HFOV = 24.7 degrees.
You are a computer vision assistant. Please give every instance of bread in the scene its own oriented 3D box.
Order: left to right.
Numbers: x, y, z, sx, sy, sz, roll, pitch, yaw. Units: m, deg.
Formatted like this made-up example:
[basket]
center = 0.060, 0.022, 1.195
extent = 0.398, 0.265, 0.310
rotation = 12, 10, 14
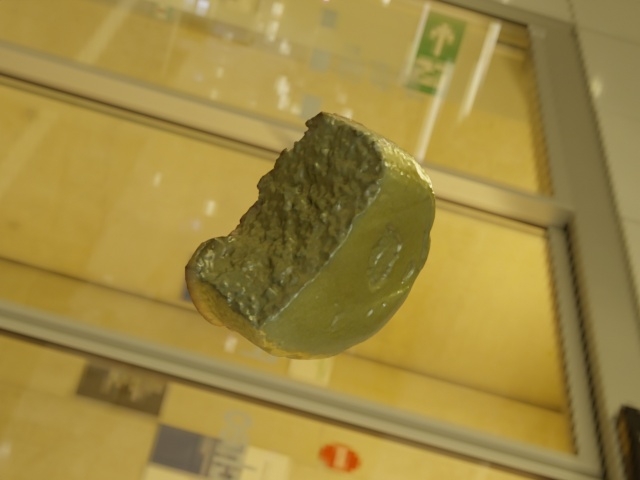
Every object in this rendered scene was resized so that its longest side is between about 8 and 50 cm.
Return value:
[bread]
center = 0.003, 0.007, 0.891
extent = 0.156, 0.086, 0.125
rotation = -51, 138, -7
